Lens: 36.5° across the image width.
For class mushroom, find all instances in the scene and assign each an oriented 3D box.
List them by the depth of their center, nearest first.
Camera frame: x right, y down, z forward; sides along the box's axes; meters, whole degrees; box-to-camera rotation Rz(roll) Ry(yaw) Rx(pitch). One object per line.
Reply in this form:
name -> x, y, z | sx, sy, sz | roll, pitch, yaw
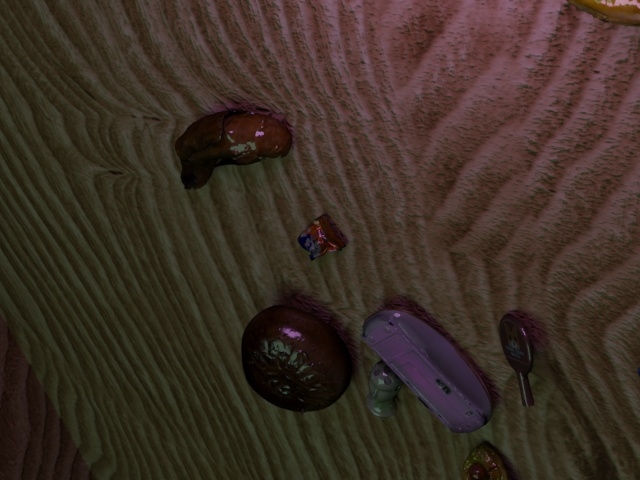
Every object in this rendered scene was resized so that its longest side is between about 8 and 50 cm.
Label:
mushroom -> -0.066, 0.265, 2.150 | 0.278, 0.163, 0.297 | 20, 140, 30

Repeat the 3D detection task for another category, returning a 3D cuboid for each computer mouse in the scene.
computer mouse -> 0.215, 0.252, 1.927 | 0.310, 0.072, 0.158 | 46, 144, -3

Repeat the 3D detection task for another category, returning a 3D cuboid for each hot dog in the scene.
hot dog -> 0.363, 0.546, 2.060 | 0.123, 0.093, 0.261 | -6, 122, 49

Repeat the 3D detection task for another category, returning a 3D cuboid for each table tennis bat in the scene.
table tennis bat -> 0.401, 0.201, 1.743 | 0.107, 0.119, 0.169 | -168, 64, -74

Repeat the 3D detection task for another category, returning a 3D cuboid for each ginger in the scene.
ginger -> -0.190, -0.185, 1.868 | 0.309, 0.107, 0.133 | -7, 144, 48

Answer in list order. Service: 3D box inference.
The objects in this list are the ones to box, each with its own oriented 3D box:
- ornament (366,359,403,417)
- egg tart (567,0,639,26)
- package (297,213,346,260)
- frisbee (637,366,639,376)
ornament -> 0.136, 0.314, 2.069 | 0.075, 0.081, 0.156 | 35, 149, 21
egg tart -> 0.355, -0.389, 1.083 | 0.315, 0.120, 0.315 | 29, 144, 24
package -> 0.000, -0.001, 1.923 | 0.111, 0.033, 0.077 | -35, 75, 42
frisbee -> 0.585, 0.280, 1.492 | 0.242, 0.045, 0.242 | 38, -179, -1
